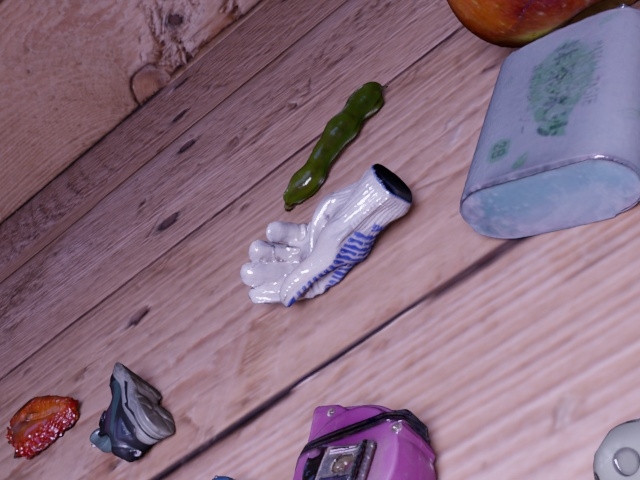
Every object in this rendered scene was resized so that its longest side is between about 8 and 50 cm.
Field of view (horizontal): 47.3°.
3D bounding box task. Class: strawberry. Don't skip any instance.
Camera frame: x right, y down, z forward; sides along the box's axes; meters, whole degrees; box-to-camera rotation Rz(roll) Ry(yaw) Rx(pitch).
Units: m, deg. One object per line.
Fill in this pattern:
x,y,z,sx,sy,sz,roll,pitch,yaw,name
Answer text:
-0.420,0.270,1.092,0.152,0.048,0.103,-34,32,24,strawberry

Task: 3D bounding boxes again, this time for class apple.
0.261,-0.338,0.819,0.272,0.206,0.251,-28,-7,0,apple

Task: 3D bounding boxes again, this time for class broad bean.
0.022,-0.148,1.094,0.256,0.052,0.052,-55,-12,-17,broad bean

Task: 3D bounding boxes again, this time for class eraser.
0.240,-0.118,0.721,0.174,0.081,0.227,-18,36,42,eraser

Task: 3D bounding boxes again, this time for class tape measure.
0.028,0.188,0.576,0.125,0.074,0.118,-21,36,41,tape measure

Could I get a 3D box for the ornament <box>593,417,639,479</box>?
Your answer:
0.230,0.131,0.396,0.156,0.074,0.081,-15,-4,43,ornament

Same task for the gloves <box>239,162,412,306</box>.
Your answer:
0.006,0.002,0.850,0.229,0.097,0.119,-32,24,12,gloves

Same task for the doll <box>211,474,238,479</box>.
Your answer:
-0.092,0.259,0.669,0.076,0.050,0.083,-28,32,35,doll

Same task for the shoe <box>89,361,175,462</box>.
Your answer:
-0.246,0.223,0.907,0.099,0.071,0.169,-49,31,-5,shoe
